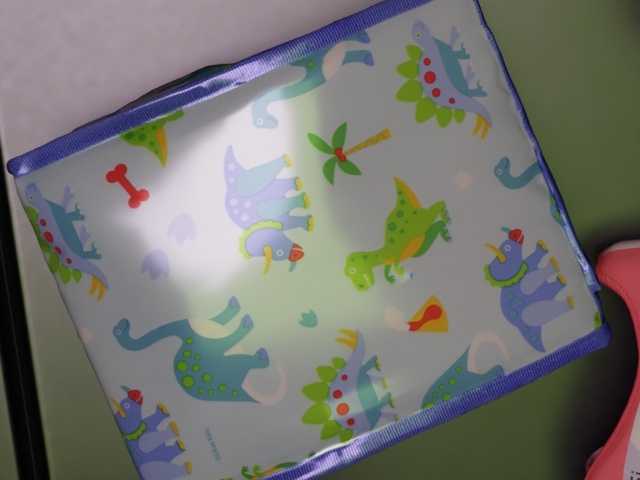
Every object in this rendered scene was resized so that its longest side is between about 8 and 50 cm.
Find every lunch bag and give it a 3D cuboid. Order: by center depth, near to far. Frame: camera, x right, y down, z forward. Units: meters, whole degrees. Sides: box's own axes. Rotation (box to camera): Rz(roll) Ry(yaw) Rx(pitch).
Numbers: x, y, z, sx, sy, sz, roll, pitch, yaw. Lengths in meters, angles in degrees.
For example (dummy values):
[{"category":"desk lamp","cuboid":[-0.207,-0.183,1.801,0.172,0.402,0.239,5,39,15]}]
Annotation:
[{"category":"lunch bag","cuboid":[0.000,0.000,0.561,0.151,0.096,0.129,-22,97,12]}]

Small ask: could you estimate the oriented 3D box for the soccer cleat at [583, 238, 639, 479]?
[{"category":"soccer cleat","cuboid":[0.124,0.119,0.597,0.095,0.083,0.248,13,104,27]}]
